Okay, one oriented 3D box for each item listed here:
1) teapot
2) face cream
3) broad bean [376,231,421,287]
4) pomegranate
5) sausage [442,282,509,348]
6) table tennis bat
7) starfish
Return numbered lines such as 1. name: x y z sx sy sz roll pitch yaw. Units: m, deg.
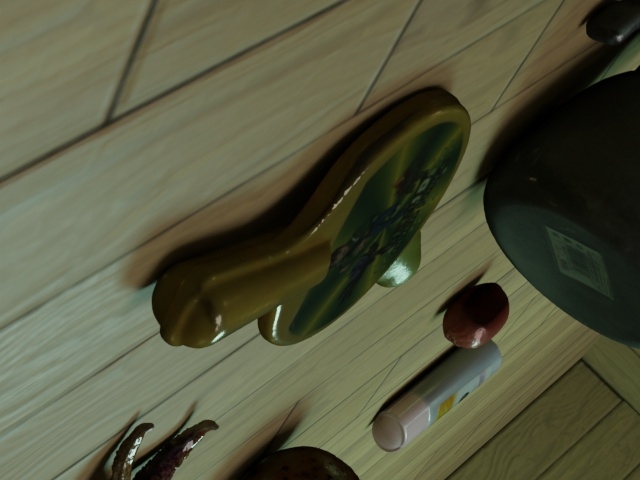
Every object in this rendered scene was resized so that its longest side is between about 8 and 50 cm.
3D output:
1. teapot: 0.280 -0.099 1.371 0.285 0.305 0.223 -48 -155 -17
2. face cream: 0.151 0.195 2.060 0.198 0.057 0.084 -37 164 -34
3. broad bean: 0.048 0.006 1.204 0.063 0.045 0.083 -38 159 5
4. pomegranate: -0.038 0.290 1.612 0.205 0.159 0.159 -21 170 9
5. sausage: 0.172 0.085 1.782 0.094 0.059 0.054 -36 171 -42
6. table tennis bat: 0.000 0.000 1.019 0.321 0.050 0.198 -27 150 -56
7. starfish: -0.153 0.213 1.193 0.213 0.057 0.238 -45 170 -34
